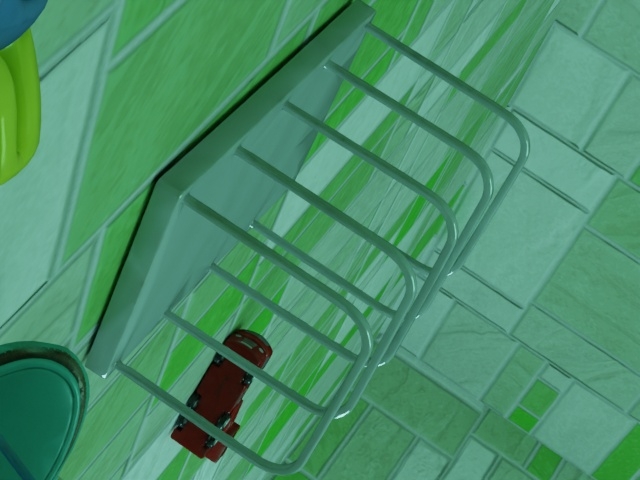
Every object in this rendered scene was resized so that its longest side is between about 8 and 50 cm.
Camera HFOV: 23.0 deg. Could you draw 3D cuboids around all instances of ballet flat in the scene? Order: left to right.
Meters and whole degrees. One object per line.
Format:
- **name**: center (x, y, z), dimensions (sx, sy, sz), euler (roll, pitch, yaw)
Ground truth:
- **ballet flat**: center (-0.203, 0.140, 0.843), dimensions (0.247, 0.083, 0.087), euler (-58, -163, 14)

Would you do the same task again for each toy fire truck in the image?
- **toy fire truck**: center (-0.101, 0.168, 1.684), dimensions (0.192, 0.047, 0.135), euler (-60, 172, 21)

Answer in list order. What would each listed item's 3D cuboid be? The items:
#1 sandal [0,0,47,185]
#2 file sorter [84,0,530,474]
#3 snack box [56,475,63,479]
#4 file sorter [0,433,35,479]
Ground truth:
- **sandal**: center (-0.129, -0.057, 0.277), dimensions (0.138, 0.126, 0.317), euler (-63, 179, 23)
- **file sorter**: center (0.000, 0.000, 1.110), dimensions (0.277, 0.173, 0.192), euler (-48, 169, -46)
- **snack box**: center (-0.217, 0.180, 1.020), dimensions (0.100, 0.037, 0.141), euler (-56, 173, -13)
- **file sorter**: center (-0.193, 0.154, 0.685), dimensions (0.118, 0.104, 0.170), euler (-26, 157, -35)
